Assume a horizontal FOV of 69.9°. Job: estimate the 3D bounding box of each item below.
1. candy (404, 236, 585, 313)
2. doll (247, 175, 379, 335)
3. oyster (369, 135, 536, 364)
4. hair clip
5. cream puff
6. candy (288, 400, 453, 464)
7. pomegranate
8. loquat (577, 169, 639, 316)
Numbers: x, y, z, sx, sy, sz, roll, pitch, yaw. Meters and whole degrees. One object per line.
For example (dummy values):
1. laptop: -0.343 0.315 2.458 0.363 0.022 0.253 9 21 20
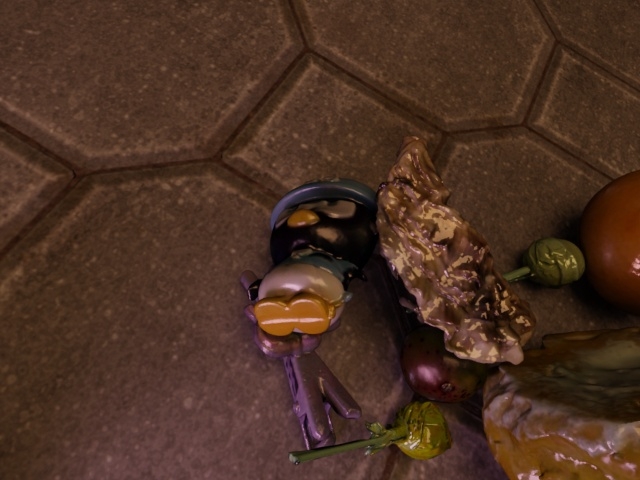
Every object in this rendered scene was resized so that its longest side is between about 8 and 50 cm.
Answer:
1. candy: 0.295 0.071 0.777 0.336 0.092 0.093 -16 77 -12
2. doll: 0.000 0.000 0.644 0.177 0.141 0.314 -8 32 19
3. oyster: 0.184 0.019 0.639 0.351 0.115 0.238 64 28 0
4. hair clip: -0.023 0.151 0.637 0.137 0.090 0.278 -13 71 -30
5. cream puff: 0.413 0.273 0.578 0.378 0.378 0.275 -15 95 -21
6. candy: 0.070 0.254 0.585 0.262 0.073 0.077 8 76 -37
7. pomegranate: 0.177 0.177 0.672 0.130 0.130 0.130 6 66 -13
8. loquat: 0.577 0.006 0.784 0.263 0.263 0.263 6 66 -13
